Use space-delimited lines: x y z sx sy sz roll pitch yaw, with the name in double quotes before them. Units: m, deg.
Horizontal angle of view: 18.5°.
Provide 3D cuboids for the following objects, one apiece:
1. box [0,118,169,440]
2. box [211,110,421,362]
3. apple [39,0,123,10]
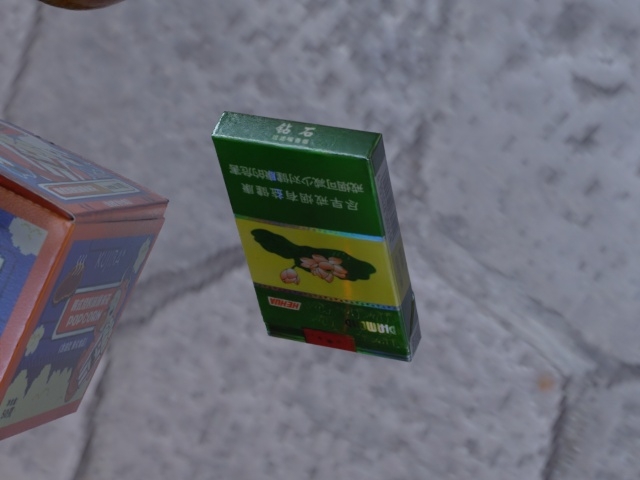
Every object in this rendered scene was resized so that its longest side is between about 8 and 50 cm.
"box" -0.374 0.012 1.968 0.318 0.348 0.257 24 95 9
"box" 0.000 0.000 1.538 0.132 0.235 0.034 9 49 21
"apple" -0.202 -0.289 1.670 0.188 0.188 0.174 -25 49 21
